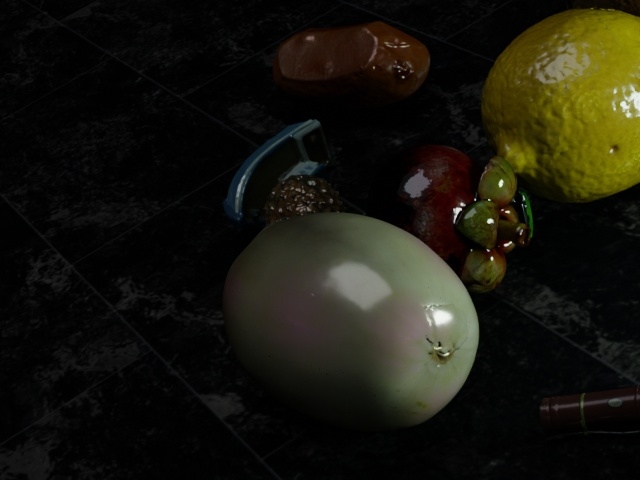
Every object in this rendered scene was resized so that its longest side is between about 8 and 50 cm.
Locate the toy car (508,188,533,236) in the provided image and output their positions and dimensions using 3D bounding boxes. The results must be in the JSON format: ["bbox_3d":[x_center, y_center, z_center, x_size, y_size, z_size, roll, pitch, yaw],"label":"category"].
[{"bbox_3d":[0.195,-0.041,1.963,0.062,0.071,0.165,-28,25,-36],"label":"toy car"}]

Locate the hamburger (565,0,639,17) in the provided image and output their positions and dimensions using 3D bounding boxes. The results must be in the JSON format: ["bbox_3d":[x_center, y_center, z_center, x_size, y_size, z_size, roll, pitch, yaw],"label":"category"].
[{"bbox_3d":[0.439,-0.350,2.146,0.211,0.245,0.260,-47,-3,-22],"label":"hamburger"}]

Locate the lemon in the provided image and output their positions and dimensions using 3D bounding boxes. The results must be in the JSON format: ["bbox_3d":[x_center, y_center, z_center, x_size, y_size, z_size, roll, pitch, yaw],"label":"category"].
[{"bbox_3d":[0.305,-0.158,1.910,0.253,0.228,0.228,-24,28,-10],"label":"lemon"}]

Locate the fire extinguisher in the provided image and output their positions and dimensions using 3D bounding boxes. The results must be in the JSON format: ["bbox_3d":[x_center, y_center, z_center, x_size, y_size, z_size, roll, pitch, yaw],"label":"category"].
[{"bbox_3d":[0.282,0.165,1.579,0.132,0.039,0.056,-10,64,23],"label":"fire extinguisher"}]

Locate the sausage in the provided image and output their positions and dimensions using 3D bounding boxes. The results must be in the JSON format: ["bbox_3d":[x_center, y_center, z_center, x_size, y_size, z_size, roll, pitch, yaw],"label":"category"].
[{"bbox_3d":[0.043,-0.251,2.369,0.258,0.133,0.133,-2,36,36],"label":"sausage"}]

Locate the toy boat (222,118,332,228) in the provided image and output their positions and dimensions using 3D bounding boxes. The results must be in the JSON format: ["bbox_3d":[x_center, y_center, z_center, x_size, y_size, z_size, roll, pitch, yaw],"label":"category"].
[{"bbox_3d":[-0.046,-0.083,2.194,0.102,0.088,0.215,13,44,43],"label":"toy boat"}]

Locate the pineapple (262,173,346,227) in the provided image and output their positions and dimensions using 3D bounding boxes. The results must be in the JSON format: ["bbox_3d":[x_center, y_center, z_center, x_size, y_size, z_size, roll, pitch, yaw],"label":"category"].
[{"bbox_3d":[0.000,0.000,2.022,0.108,0.108,0.198,-27,42,-6],"label":"pineapple"}]

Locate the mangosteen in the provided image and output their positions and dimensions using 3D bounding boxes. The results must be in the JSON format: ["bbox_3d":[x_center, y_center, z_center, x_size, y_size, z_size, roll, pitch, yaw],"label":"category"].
[{"bbox_3d":[0.148,-0.020,1.848,0.199,0.200,0.200,-18,29,11],"label":"mangosteen"}]

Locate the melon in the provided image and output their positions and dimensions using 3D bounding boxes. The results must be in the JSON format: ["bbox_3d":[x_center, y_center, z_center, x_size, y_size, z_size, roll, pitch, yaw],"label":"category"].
[{"bbox_3d":[0.026,0.083,1.718,0.223,0.223,0.317,-37,31,-23],"label":"melon"}]
